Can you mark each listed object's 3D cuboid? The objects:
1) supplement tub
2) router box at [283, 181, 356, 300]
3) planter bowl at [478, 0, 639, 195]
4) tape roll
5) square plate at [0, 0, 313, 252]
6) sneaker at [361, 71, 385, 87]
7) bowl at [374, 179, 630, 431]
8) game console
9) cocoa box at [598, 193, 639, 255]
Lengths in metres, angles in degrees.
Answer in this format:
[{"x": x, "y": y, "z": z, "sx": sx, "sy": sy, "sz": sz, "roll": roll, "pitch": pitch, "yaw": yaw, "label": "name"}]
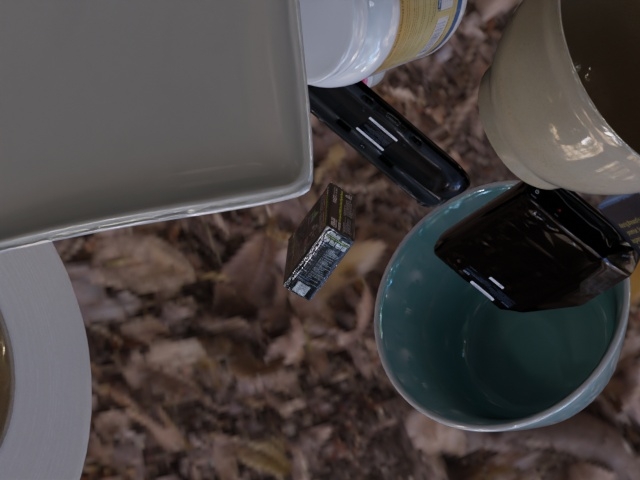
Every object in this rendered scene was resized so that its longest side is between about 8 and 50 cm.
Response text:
[{"x": 0.028, "y": -0.215, "z": 1.305, "sx": 0.199, "sy": 0.144, "sz": 0.144, "roll": -28, "pitch": 144, "yaw": -54, "label": "supplement tub"}, {"x": 0.000, "y": 0.000, "z": 1.679, "sx": 0.038, "sy": 0.122, "sz": 0.092, "roll": 31, "pitch": 114, "yaw": -12, "label": "router box"}, {"x": 0.172, "y": -0.096, "z": 0.965, "sx": 0.162, "sy": 0.162, "sz": 0.109, "roll": 28, "pitch": 142, "yaw": -29, "label": "planter bowl"}, {"x": -0.328, "y": 0.097, "z": 1.099, "sx": 0.072, "sy": 0.392, "sz": 0.392, "roll": -12, "pitch": 132, "yaw": 34, "label": "tape roll"}, {"x": -0.158, "y": -0.160, "z": 0.984, "sx": 0.344, "sy": 0.347, "sz": 0.049, "roll": -11, "pitch": 161, "yaw": 25, "label": "square plate"}, {"x": 0.052, "y": -0.241, "z": 1.724, "sx": 0.111, "sy": 0.252, "sz": 0.103, "roll": -32, "pitch": 104, "yaw": 3, "label": "sneaker"}, {"x": 0.238, "y": 0.101, "z": 1.767, "sx": 0.311, "sy": 0.311, "sz": 0.163, "roll": -35, "pitch": 144, "yaw": 10, "label": "bowl"}, {"x": 0.122, "y": -0.060, "z": 1.417, "sx": 0.361, "sy": 0.213, "sz": 0.044, "roll": 39, "pitch": 66, "yaw": -6, "label": "game console"}, {"x": 0.398, "y": -0.039, "z": 1.064, "sx": 0.231, "sy": 0.347, "sz": 0.228, "roll": -42, "pitch": 90, "yaw": -10, "label": "cocoa box"}]
